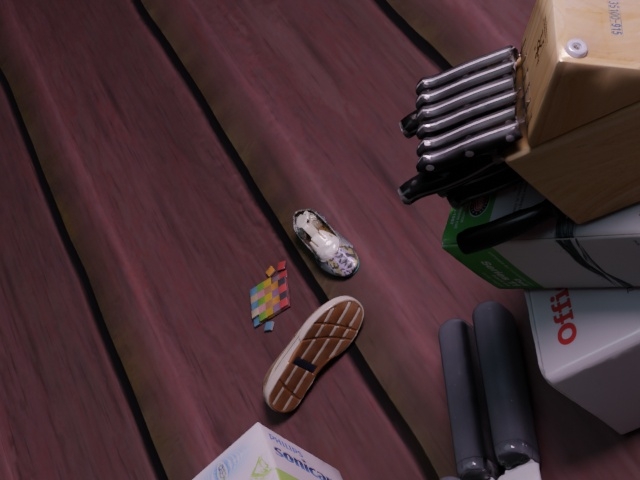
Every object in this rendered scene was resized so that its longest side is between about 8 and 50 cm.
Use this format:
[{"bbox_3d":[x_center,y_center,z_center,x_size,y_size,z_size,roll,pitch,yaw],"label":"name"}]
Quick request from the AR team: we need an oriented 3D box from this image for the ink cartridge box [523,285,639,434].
[{"bbox_3d":[0.302,-0.002,1.168,0.278,0.117,0.201,-30,43,27],"label":"ink cartridge box"}]

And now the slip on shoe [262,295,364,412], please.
[{"bbox_3d":[-0.011,0.107,1.475,0.135,0.051,0.041,-56,25,7],"label":"slip on shoe"}]

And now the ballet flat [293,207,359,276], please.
[{"bbox_3d":[0.000,0.000,1.549,0.041,0.041,0.114,-49,38,6],"label":"ballet flat"}]

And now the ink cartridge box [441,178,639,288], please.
[{"bbox_3d":[0.212,-0.047,1.128,0.208,0.087,0.153,-2,61,46],"label":"ink cartridge box"}]

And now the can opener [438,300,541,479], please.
[{"bbox_3d":[0.132,0.164,1.237,0.076,0.095,0.283,-30,44,27],"label":"can opener"}]

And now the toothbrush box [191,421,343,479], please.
[{"bbox_3d":[-0.053,0.334,1.281,0.206,0.122,0.283,-42,38,15],"label":"toothbrush box"}]

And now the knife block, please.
[{"bbox_3d":[0.197,-0.073,1.042,0.242,0.276,0.088,101,173,-56],"label":"knife block"}]

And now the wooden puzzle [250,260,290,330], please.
[{"bbox_3d":[-0.053,0.060,1.585,0.049,0.006,0.083,-32,42,26],"label":"wooden puzzle"}]
